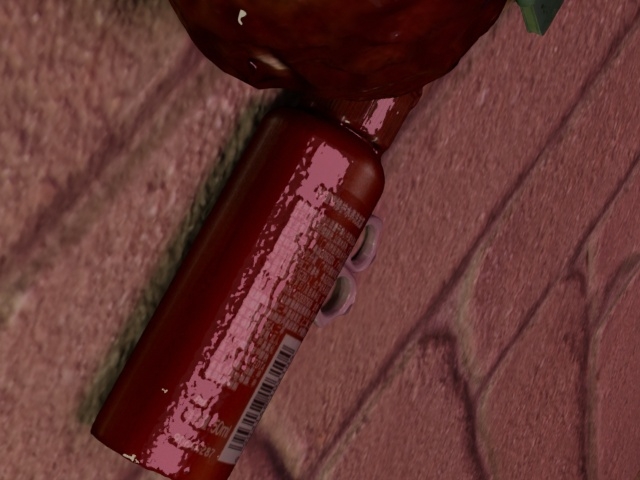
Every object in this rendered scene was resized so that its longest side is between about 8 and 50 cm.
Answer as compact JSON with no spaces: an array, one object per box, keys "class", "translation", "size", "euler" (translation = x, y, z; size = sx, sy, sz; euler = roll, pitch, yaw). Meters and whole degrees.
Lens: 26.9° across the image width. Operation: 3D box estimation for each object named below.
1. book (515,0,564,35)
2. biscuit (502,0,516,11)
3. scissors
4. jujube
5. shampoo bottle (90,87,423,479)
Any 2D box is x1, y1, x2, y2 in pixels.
[{"class":"book","translation":[0.181,-0.229,1.048],"size":[0.103,0.017,0.135],"euler":[-59,154,-11]},{"class":"biscuit","translation":[0.169,-0.288,1.026],"size":[0.153,0.030,0.234],"euler":[3,111,-60]},{"class":"scissors","translation":[0.000,0.000,1.006],"size":[0.100,0.015,0.189],"euler":[-60,151,-10]},{"class":"jujube","translation":[0.020,-0.163,0.702],"size":[0.197,0.197,0.290],"euler":[-68,162,10]},{"class":"shampoo bottle","translation":[-0.035,0.012,0.880],"size":[0.118,0.076,0.314],"euler":[33,84,-50]}]
